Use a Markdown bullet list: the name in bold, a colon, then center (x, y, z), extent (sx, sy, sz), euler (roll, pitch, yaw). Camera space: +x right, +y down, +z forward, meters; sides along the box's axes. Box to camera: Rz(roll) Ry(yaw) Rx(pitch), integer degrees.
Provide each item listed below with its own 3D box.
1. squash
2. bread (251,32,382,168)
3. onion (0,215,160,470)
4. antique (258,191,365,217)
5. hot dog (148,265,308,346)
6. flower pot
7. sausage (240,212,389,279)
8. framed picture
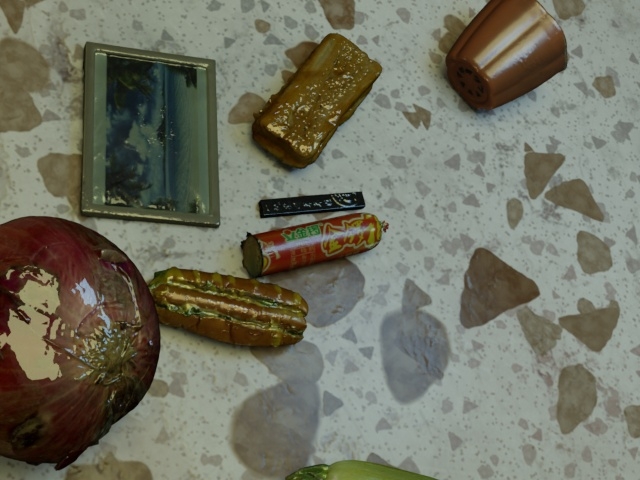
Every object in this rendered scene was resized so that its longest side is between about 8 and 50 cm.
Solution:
- **squash**: center (0.093, 0.389, 1.899), extent (0.287, 0.137, 0.137), euler (28, 61, -6)
- **bread**: center (-0.010, -0.246, 2.157), extent (0.139, 0.077, 0.271), euler (35, 59, 0)
- **onion**: center (-0.381, 0.137, 1.711), extent (0.353, 0.353, 0.354), euler (8, 66, -18)
- **antique**: center (-0.014, -0.062, 2.111), extent (0.192, 0.015, 0.031), euler (-6, 70, -23)
- **hot dog**: center (-0.145, 0.109, 1.959), extent (0.269, 0.072, 0.115), euler (9, 73, -18)
- **flower pot**: center (0.330, -0.339, 2.281), extent (0.173, 0.190, 0.190), euler (-40, 86, -16)
- **sausage**: center (0.000, 0.000, 2.058), extent (0.264, 0.083, 0.083), euler (-13, 73, -26)
- **framed picture**: center (-0.282, -0.176, 2.052), extent (0.232, 0.024, 0.315), euler (5, 68, -21)
